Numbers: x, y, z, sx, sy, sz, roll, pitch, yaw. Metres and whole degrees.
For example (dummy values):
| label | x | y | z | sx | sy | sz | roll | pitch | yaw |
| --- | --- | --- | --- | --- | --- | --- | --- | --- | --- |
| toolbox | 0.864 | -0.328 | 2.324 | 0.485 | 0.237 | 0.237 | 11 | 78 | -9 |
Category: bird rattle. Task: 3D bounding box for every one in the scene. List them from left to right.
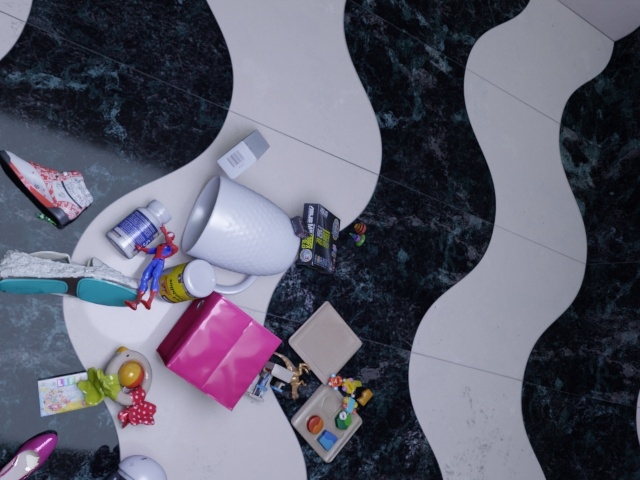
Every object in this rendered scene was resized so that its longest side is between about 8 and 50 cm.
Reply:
| label | x | y | z | sx | sy | sz | roll | pitch | yaw |
| --- | --- | --- | --- | --- | --- | --- | --- | --- | --- |
| bird rattle | -0.581 | 0.441 | 1.573 | 0.253 | 0.143 | 0.207 | 43 | 45 | -31 |

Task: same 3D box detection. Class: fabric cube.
| label | x | y | z | sx | sy | sz | roll | pitch | yaw |
| --- | --- | --- | --- | --- | --- | --- | --- | --- | --- |
| fabric cube | -0.327 | 0.332 | 1.639 | 0.259 | 0.254 | 0.258 | 42 | 75 | -19 |

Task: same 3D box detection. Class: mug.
| label | x | y | z | sx | sy | sz | roll | pitch | yaw |
| --- | --- | --- | --- | --- | --- | --- | --- | --- | --- |
| mug | -0.271 | 0.015 | 1.725 | 0.328 | 0.276 | 0.374 | 25 | 105 | -26 |

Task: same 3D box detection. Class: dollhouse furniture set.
| label | x | y | z | sx | sy | sz | roll | pitch | yaw |
| --- | --- | --- | --- | --- | --- | --- | --- | --- | --- |
| dollhouse furniture set | -0.205 | 0.465 | 1.739 | 0.129 | 0.184 | 0.129 | 32 | 72 | -21 |

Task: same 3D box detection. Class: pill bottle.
| label | x | y | z | sx | sy | sz | roll | pitch | yaw |
| --- | --- | --- | --- | --- | --- | --- | --- | --- | --- |
| pill bottle | -0.569 | -0.040 | 1.637 | 0.186 | 0.112 | 0.112 | -46 | 106 | -23 |
| pill bottle | -0.434 | 0.134 | 1.626 | 0.117 | 0.215 | 0.117 | 19 | 64 | -45 |

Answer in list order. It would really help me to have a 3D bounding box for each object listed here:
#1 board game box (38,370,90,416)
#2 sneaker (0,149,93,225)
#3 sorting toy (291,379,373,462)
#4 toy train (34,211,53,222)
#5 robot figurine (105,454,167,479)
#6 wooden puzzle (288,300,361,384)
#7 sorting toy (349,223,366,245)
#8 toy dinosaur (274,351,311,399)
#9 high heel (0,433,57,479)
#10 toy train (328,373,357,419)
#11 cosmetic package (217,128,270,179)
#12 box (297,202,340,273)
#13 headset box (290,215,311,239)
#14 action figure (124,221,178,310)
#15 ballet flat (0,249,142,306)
| label | x | y | z | sx | sy | sz | roll | pitch | yaw |
| --- | --- | --- | --- | --- | --- | --- | --- | --- | --- |
| board game box | -0.751 | 0.454 | 1.544 | 0.154 | 0.026 | 0.103 | -6 | 88 | -28 |
| sneaker | -0.810 | -0.184 | 1.544 | 0.270 | 0.090 | 0.145 | 49 | 56 | -10 |
| sorting toy | 0.061 | 0.642 | 1.942 | 0.307 | 0.041 | 0.229 | -44 | 105 | -24 |
| toy train | -0.817 | -0.065 | 1.560 | 0.083 | 0.024 | 0.017 | 25 | 74 | -23 |
| robot figurine | -0.580 | 0.773 | 1.520 | 0.173 | 0.209 | 0.278 | 38 | 64 | -5 |
| wooden puzzle | 0.018 | 0.383 | 1.942 | 0.221 | 0.044 | 0.238 | -43 | 105 | -24 |
| sorting toy | 0.145 | -0.027 | 2.038 | 0.042 | 0.061 | 0.102 | 30 | 50 | -22 |
| toy dinosaur | -0.097 | 0.472 | 1.863 | 0.112 | 0.064 | 0.211 | -21 | 95 | -26 |
| high heel | -0.840 | 0.637 | 1.429 | 0.244 | 0.117 | 0.082 | -35 | 101 | -26 |
| toy train | 0.075 | 0.569 | 1.912 | 0.125 | 0.046 | 0.166 | -6 | 80 | -45 |
| cosmetic package | -0.255 | -0.294 | 1.750 | 0.117 | 0.231 | 0.085 | -33 | 104 | 18 |
| box | 0.000 | 0.000 | 1.865 | 0.270 | 0.060 | 0.216 | 31 | 64 | -69 |
| headset box | -0.066 | -0.043 | 1.706 | 0.032 | 0.083 | 0.062 | -23 | 74 | 15 |
| action figure | -0.515 | 0.058 | 1.564 | 0.139 | 0.091 | 0.280 | 67 | 27 | -42 |
| ballet flat | -0.731 | 0.099 | 1.537 | 0.409 | 0.147 | 0.147 | 12 | 80 | -27 |
